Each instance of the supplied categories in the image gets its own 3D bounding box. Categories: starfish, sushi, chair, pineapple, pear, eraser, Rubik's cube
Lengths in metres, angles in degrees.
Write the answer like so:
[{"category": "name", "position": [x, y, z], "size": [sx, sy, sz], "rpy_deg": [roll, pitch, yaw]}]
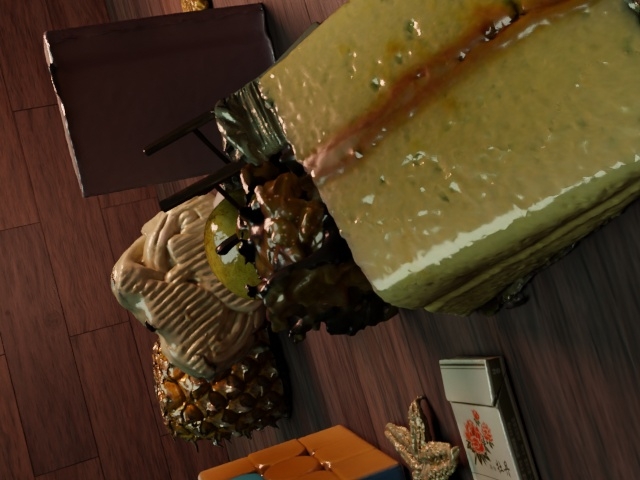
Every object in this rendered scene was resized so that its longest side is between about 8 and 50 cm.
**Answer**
[{"category": "starfish", "position": [0.143, 0.324, 0.966], "size": [0.295, 0.048, 0.231], "rpy_deg": [155, 100, -73]}, {"category": "sushi", "position": [-0.007, 0.001, 0.929], "size": [0.204, 0.200, 0.213], "rpy_deg": [-118, 22, -45]}, {"category": "chair", "position": [-0.076, -0.141, 1.044], "size": [0.186, 0.319, 0.160], "rpy_deg": [46, -164, -53]}, {"category": "pineapple", "position": [-0.250, 0.333, 1.757], "size": [0.352, 0.300, 0.352], "rpy_deg": [167, 90, -78]}, {"category": "pear", "position": [-0.096, 0.008, 1.214], "size": [0.197, 0.197, 0.197], "rpy_deg": [166, 90, -72]}, {"category": "eraser", "position": [-0.251, -0.236, 1.209], "size": [0.122, 0.359, 0.272], "rpy_deg": [-159, 56, -67]}, {"category": "Rubik's cube", "position": [-0.016, 0.507, 1.180], "size": [0.291, 0.292, 0.290], "rpy_deg": [176, 80, -72]}]

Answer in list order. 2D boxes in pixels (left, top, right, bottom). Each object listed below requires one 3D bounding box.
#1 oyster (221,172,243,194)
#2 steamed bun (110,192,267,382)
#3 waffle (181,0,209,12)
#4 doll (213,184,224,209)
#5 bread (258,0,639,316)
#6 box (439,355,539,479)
[{"category": "oyster", "position": [-0.123, -0.054, 1.348], "size": [0.199, 0.087, 0.252], "rpy_deg": [32, -135, -50]}, {"category": "steamed bun", "position": [-0.267, 0.106, 1.554], "size": [0.237, 0.347, 0.394], "rpy_deg": [131, 141, -75]}, {"category": "waffle", "position": [-0.272, -0.490, 1.590], "size": [0.191, 0.038, 0.191], "rpy_deg": [167, 90, -72]}, {"category": "doll", "position": [-0.165, -0.034, 1.426], "size": [0.107, 0.110, 0.180], "rpy_deg": [152, 126, -66]}, {"category": "bread", "position": [0.145, -0.116, 0.671], "size": [0.405, 0.242, 0.345], "rpy_deg": [-36, 61, 35]}, {"category": "box", "position": [0.189, 0.223, 0.785], "size": [0.109, 0.029, 0.198], "rpy_deg": [151, 103, -71]}]
